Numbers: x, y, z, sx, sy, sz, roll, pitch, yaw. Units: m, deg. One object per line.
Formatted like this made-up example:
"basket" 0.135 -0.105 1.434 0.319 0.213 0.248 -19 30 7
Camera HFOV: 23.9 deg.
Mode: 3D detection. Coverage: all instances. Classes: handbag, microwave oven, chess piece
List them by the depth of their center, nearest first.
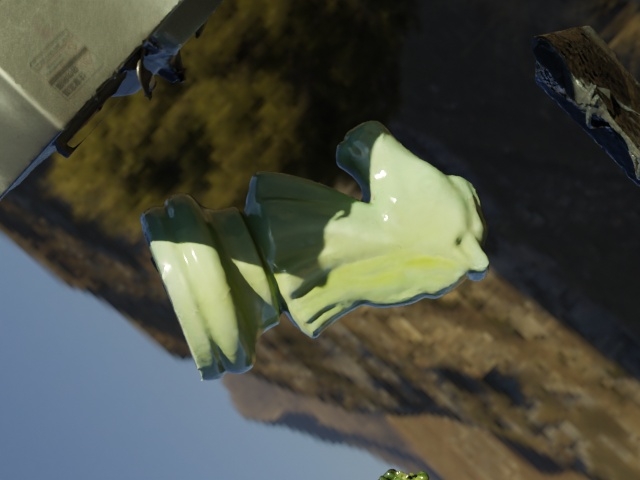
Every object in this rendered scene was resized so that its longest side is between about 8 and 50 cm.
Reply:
"microwave oven" -0.227 -0.291 1.281 0.374 0.432 0.236 43 150 -9
"chess piece" 0.000 0.000 1.358 0.176 0.298 0.176 160 90 -84
"handbag" 0.326 -0.134 1.658 0.270 0.088 0.175 45 -164 -5

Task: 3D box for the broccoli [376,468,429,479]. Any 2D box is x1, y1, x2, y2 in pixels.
"broccoli" 0.166 0.344 1.663 0.247 0.243 0.263 58 -177 -5
